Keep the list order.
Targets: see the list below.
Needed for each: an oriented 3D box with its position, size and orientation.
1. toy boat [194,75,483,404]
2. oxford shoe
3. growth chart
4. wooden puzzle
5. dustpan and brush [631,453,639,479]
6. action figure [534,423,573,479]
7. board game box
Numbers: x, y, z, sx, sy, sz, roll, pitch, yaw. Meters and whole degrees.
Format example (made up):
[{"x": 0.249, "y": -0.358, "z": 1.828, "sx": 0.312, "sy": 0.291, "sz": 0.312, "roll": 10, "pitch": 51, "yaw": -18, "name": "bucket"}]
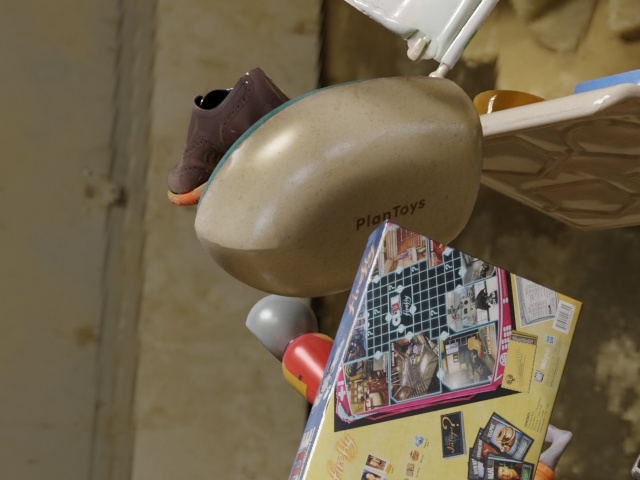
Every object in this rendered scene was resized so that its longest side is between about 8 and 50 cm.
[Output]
[{"x": 0.000, "y": 0.000, "z": 1.353, "sx": 0.148, "sy": 0.267, "sz": 0.318, "roll": 45, "pitch": 138, "yaw": 42, "name": "toy boat"}, {"x": -0.094, "y": -0.104, "z": 1.597, "sx": 0.271, "sy": 0.097, "sz": 0.098, "roll": -24, "pitch": 93, "yaw": 58, "name": "oxford shoe"}, {"x": 0.079, "y": -0.283, "z": 1.535, "sx": 0.237, "sy": 0.021, "sz": 0.172, "roll": 40, "pitch": 91, "yaw": 15, "name": "growth chart"}, {"x": 0.292, "y": -0.094, "z": 1.604, "sx": 0.322, "sy": 0.347, "sz": 0.081, "roll": -7, "pitch": 71, "yaw": 52, "name": "wooden puzzle"}, {"x": 0.347, "y": 0.196, "z": 1.515, "sx": 0.147, "sy": 0.060, "sz": 0.211, "roll": -56, "pitch": -14, "yaw": -16, "name": "dustpan and brush"}, {"x": 0.203, "y": 0.303, "z": 1.667, "sx": 0.178, "sy": 0.330, "sz": 0.341, "roll": -11, "pitch": 103, "yaw": 40, "name": "action figure"}, {"x": 0.079, "y": 0.127, "z": 1.135, "sx": 0.042, "sy": 0.165, "sz": 0.243, "roll": 138, "pitch": 153, "yaw": -68, "name": "board game box"}]
